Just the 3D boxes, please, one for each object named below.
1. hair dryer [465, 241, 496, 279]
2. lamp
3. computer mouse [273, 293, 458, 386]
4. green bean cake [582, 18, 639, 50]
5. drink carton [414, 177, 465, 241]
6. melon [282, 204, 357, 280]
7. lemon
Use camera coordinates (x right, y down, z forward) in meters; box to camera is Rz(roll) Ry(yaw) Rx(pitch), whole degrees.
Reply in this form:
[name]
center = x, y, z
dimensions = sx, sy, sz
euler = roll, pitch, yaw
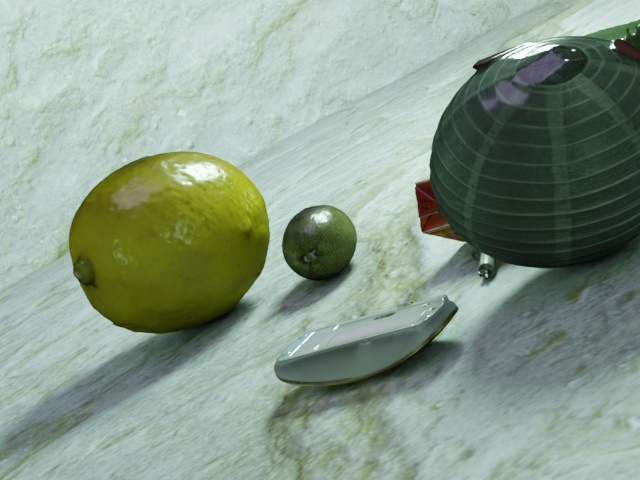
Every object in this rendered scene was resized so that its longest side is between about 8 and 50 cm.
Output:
[hair dryer]
center = 0.192, 0.013, 1.446
dimensions = 0.063, 0.038, 0.124
euler = -21, 17, 19
[lamp]
center = 0.240, -0.094, 1.302
dimensions = 0.265, 0.233, 0.233
euler = -8, 12, 2
[computer mouse]
center = 0.046, 0.104, 1.288
dimensions = 0.199, 0.045, 0.102
euler = -19, 12, 31
[green bean cake]
center = 0.500, -0.272, 1.889
dimensions = 0.227, 0.125, 0.222
euler = -22, 9, 3
[drink carton]
center = 0.229, -0.059, 1.515
dimensions = 0.223, 0.071, 0.096
euler = -18, -17, 35
[melon]
center = 0.000, 0.000, 1.754
dimensions = 0.099, 0.099, 0.162
euler = -22, 10, 13
[lemon]
center = -0.203, 0.001, 1.795
dimensions = 0.260, 0.260, 0.284
euler = -18, -6, 30
